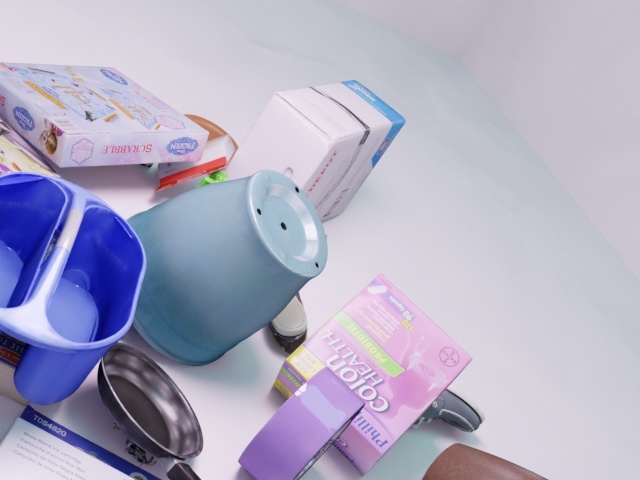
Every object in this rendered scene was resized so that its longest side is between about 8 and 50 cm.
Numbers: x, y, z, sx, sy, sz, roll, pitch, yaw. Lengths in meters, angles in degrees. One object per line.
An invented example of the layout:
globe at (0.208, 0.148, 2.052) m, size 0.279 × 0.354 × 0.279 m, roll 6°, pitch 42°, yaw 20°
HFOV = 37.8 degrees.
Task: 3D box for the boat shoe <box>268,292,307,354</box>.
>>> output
boat shoe at (-0.073, 0.113, 1.703) m, size 0.081 × 0.069 × 0.228 m, roll -8°, pitch 37°, yaw -8°

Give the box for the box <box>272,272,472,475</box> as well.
box at (0.085, 0.217, 1.542) m, size 0.213 × 0.117 × 0.243 m, roll 43°, pitch 60°, yaw 12°

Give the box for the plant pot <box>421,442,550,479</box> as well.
plant pot at (0.275, 0.434, 1.479) m, size 0.230 × 0.215 × 0.215 m, roll 36°, pitch 22°, yaw 31°

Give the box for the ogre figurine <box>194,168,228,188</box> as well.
ogre figurine at (-0.208, -0.057, 1.753) m, size 0.096 × 0.118 × 0.197 m, roll 33°, pitch 27°, yaw -8°

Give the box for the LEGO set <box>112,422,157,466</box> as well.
LEGO set at (-0.254, 0.278, 1.258) m, size 0.083 × 0.023 × 0.054 m, roll 37°, pitch -8°, yaw 42°

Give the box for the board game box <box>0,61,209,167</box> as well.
board game box at (-0.427, -0.237, 1.726) m, size 0.318 × 0.066 × 0.318 m, roll 36°, pitch 28°, yaw 33°

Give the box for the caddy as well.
caddy at (-0.361, 0.043, 1.218) m, size 0.241 × 0.179 × 0.341 m, roll 29°, pitch 27°, yaw -19°

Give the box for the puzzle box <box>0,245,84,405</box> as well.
puzzle box at (-0.536, 0.036, 1.274) m, size 0.408 × 0.052 × 0.272 m, roll 30°, pitch 28°, yaw -15°

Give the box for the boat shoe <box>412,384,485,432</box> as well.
boat shoe at (0.163, 0.288, 1.708) m, size 0.319 × 0.116 × 0.099 m, roll 33°, pitch 69°, yaw -22°

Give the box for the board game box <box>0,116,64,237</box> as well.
board game box at (-0.529, -0.125, 1.490) m, size 0.347 × 0.056 × 0.208 m, roll 41°, pitch 22°, yaw 21°

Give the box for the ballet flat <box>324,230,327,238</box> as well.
ballet flat at (0.000, 0.000, 2.004) m, size 0.041 × 0.041 × 0.114 m, roll 31°, pitch 26°, yaw -11°

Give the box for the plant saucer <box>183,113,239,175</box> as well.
plant saucer at (-0.252, -0.214, 2.049) m, size 0.200 × 0.037 × 0.200 m, roll 28°, pitch 28°, yaw -16°

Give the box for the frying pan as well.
frying pan at (-0.197, 0.274, 1.270) m, size 0.326 × 0.053 × 0.197 m, roll 52°, pitch 9°, yaw 11°

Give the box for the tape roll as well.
tape roll at (-0.026, 0.277, 1.347) m, size 0.080 × 0.189 × 0.189 m, roll 41°, pitch 26°, yaw 11°

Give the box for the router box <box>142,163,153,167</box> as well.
router box at (-0.383, -0.206, 1.872) m, size 0.092 × 0.038 × 0.122 m, roll 17°, pitch 32°, yaw -35°

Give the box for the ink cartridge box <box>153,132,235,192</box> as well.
ink cartridge box at (-0.249, -0.152, 1.808) m, size 0.179 × 0.145 × 0.045 m, roll -76°, pitch 147°, yaw -75°

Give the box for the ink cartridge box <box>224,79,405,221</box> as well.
ink cartridge box at (-0.020, -0.174, 1.983) m, size 0.166 × 0.285 × 0.395 m, roll 41°, pitch 26°, yaw 12°

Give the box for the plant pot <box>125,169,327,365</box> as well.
plant pot at (-0.139, 0.025, 1.456) m, size 0.271 × 0.255 × 0.272 m, roll 37°, pitch 38°, yaw -36°

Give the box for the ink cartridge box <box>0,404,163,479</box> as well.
ink cartridge box at (-0.295, 0.308, 1.130) m, size 0.223 × 0.045 × 0.224 m, roll 31°, pitch 26°, yaw -10°
